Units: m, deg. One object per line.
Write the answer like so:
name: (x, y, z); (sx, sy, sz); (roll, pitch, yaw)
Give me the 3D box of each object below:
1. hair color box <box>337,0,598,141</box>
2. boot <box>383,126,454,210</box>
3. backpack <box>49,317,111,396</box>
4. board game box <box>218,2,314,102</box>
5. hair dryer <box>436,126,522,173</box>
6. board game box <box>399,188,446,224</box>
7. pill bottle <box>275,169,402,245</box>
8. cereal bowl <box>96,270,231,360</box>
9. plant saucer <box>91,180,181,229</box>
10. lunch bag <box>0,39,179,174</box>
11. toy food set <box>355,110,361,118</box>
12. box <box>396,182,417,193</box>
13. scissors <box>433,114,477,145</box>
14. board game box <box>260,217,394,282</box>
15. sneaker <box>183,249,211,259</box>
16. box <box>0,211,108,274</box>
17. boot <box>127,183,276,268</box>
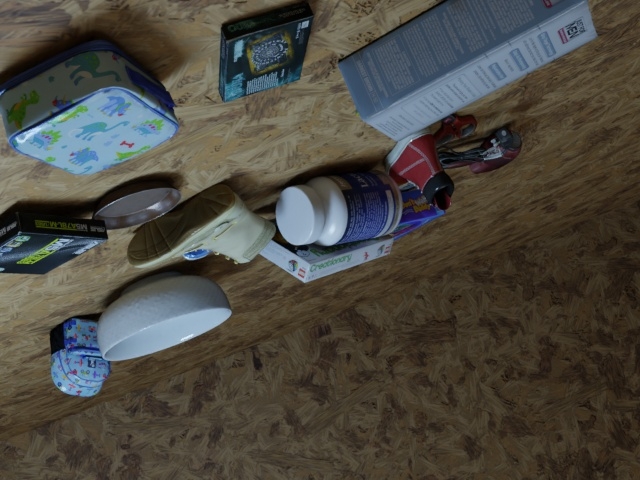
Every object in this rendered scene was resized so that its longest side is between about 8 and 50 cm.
hair color box: (0.237, -0.304, 1.416); (0.375, 0.113, 0.185); (-26, 167, 18)
boot: (0.219, -0.128, 1.946); (0.089, 0.176, 0.244); (-22, 168, -11)
backpack: (-0.597, 0.298, 2.237); (0.158, 0.173, 0.117); (20, 138, -40)
board game box: (-0.081, -0.261, 1.253); (0.126, 0.026, 0.186); (-19, 167, -13)
hair dryer: (0.367, -0.212, 2.118); (0.224, 0.080, 0.293); (-13, 168, 19)
board game box: (0.124, -0.029, 2.322); (0.233, 0.078, 0.347); (-12, 169, -38)
pill bottle: (0.041, -0.068, 1.935); (0.265, 0.153, 0.153); (-11, 162, -42)
cereal bowl: (-0.398, 0.172, 2.196); (0.339, 0.141, 0.339); (-21, 166, -6)
plant saucer: (-0.334, -0.067, 1.602); (0.169, 0.029, 0.168); (-20, 166, -5)
lunch bag: (-0.291, -0.166, 1.146); (0.176, 0.090, 0.219); (-24, 167, 11)
toy food set: (0.107, -0.246, 1.633); (0.083, 0.020, 0.083); (-12, 164, -36)
box: (0.201, -0.138, 2.197); (0.136, 0.028, 0.081); (-24, 167, 1)
scissors: (0.280, -0.260, 1.874); (0.109, 0.021, 0.297); (-21, 166, 5)
board game box: (0.000, 0.000, 2.015); (0.305, 0.193, 0.053); (-17, 129, -48)
sneaker: (-0.230, -0.009, 1.925); (0.152, 0.058, 0.084); (-23, 173, -16)
box: (-0.501, 0.009, 1.541); (0.191, 0.045, 0.184); (-24, 161, 32)
boot: (-0.239, 0.002, 1.805); (0.262, 0.095, 0.203); (-32, 149, 13)
